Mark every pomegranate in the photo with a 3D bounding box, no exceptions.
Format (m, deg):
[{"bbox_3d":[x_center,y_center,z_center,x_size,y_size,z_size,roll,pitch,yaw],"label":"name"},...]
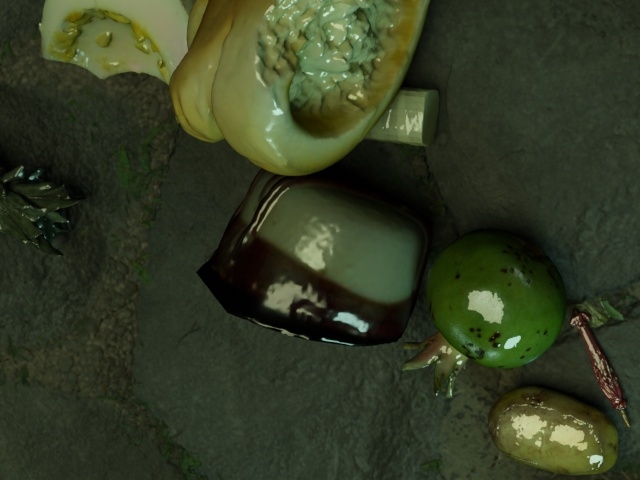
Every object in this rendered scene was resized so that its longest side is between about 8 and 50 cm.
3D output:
[{"bbox_3d":[0.198,0.095,1.771,0.181,0.181,0.224,46,112,6],"label":"pomegranate"}]

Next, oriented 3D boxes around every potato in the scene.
[{"bbox_3d":[0.299,0.245,1.820,0.171,0.080,0.107,11,114,22],"label":"potato"}]

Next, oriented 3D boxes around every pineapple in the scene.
[{"bbox_3d":[-0.502,-0.074,2.017,0.365,0.165,0.165,28,111,10],"label":"pineapple"}]

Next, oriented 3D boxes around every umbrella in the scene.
[{"bbox_3d":[0.360,0.163,1.808,0.027,0.025,0.165,-25,91,42],"label":"umbrella"}]

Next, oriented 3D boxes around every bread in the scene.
[{"bbox_3d":[-0.023,-0.294,1.658,0.245,0.329,0.423,20,79,17],"label":"bread"}]

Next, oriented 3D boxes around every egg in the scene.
[{"bbox_3d":[-0.217,-0.290,1.842,0.271,0.162,0.206,17,117,26],"label":"egg"}]

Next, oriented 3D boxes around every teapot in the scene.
[{"bbox_3d":[0.048,-0.181,1.818,0.200,0.077,0.107,6,99,20],"label":"teapot"}]

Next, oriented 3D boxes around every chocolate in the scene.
[{"bbox_3d":[0.000,0.000,1.785,0.284,0.283,0.186,17,103,17],"label":"chocolate"}]
